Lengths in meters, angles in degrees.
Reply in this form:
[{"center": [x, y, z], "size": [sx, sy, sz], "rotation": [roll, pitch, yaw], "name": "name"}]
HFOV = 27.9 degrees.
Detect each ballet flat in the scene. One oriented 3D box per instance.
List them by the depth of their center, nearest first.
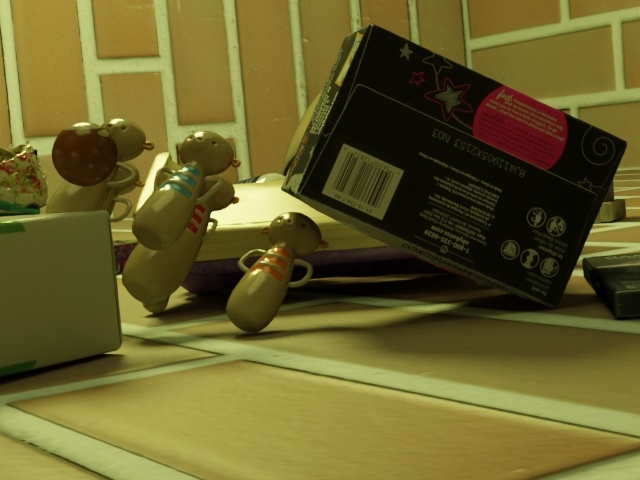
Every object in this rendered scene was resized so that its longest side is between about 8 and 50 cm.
[{"center": [-0.351, -0.056, 1.151], "size": [0.091, 0.077, 0.241], "rotation": [-1, 2, 40], "name": "ballet flat"}]

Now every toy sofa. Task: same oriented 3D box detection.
[{"center": [0.000, 0.000, 1.339], "size": [0.362, 0.177, 0.150], "rotation": [-5, 29, 6], "name": "toy sofa"}]

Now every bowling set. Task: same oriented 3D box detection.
[{"center": [-0.142, -0.052, 1.140], "size": [0.287, 0.200, 0.154], "rotation": [13, 52, 23], "name": "bowling set"}]

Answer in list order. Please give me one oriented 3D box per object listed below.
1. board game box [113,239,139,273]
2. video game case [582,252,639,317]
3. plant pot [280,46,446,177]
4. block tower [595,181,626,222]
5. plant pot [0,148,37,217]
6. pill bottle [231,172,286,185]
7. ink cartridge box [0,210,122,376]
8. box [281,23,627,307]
[{"center": [-0.427, 0.032, 1.895], "size": [0.347, 0.056, 0.208], "rotation": [-2, 10, 38], "name": "board game box"}, {"center": [0.340, 0.031, 1.126], "size": [0.196, 0.026, 0.274], "rotation": [-5, 3, 7], "name": "video game case"}, {"center": [0.102, -0.137, 1.648], "size": [0.284, 0.191, 0.284], "rotation": [7, -29, 4], "name": "plant pot"}, {"center": [0.302, -0.069, 2.027], "size": [0.335, 0.097, 0.091], "rotation": [-1, 6, 29], "name": "block tower"}, {"center": [-0.401, -0.001, 1.422], "size": [0.188, 0.167, 0.187], "rotation": [-5, -2, -14], "name": "plant pot"}, {"center": [-0.074, -0.017, 1.492], "size": [0.186, 0.112, 0.112], "rotation": [-14, 0, 26], "name": "pill bottle"}, {"center": [-0.343, 0.048, 1.065], "size": [0.289, 0.121, 0.211], "rotation": [-3, 4, 35], "name": "ink cartridge box"}, {"center": [0.110, -0.063, 1.140], "size": [0.247, 0.163, 0.142], "rotation": [23, 1, -8], "name": "box"}]
